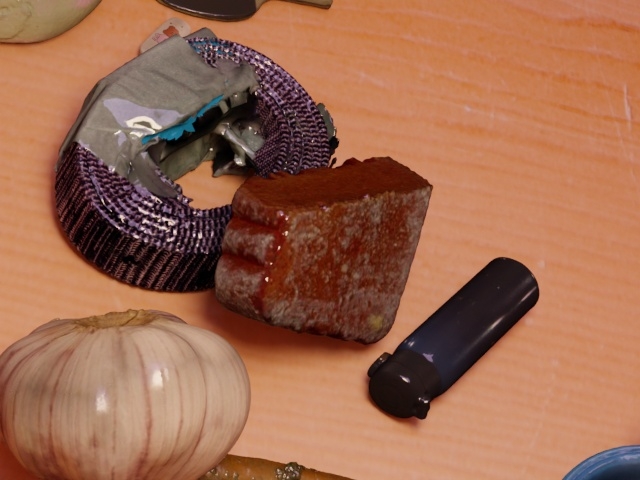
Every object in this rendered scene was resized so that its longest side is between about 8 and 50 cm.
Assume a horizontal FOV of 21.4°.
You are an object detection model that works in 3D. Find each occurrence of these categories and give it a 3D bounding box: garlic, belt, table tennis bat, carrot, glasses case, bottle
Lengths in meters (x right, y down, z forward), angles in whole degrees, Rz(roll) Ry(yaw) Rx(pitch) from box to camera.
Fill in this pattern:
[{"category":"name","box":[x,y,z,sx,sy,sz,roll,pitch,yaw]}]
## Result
[{"category":"garlic","box":[-0.186,0.191,1.562,0.245,0.245,0.253,0,90,-24]},{"category":"belt","box":[-0.138,-0.082,1.830,0.260,0.122,0.325,48,53,8]},{"category":"table tennis bat","box":[-0.104,-0.320,2.097,0.247,0.022,0.138,7,51,-17]},{"category":"carrot","box":[-0.032,0.239,1.674,0.254,0.049,0.049,10,51,-23]},{"category":"glasses case","box":[-0.182,-0.234,1.993,0.032,0.021,0.083,36,48,4]},{"category":"bottle","box":[0.143,0.103,1.835,0.082,0.072,0.244,33,47,19]}]

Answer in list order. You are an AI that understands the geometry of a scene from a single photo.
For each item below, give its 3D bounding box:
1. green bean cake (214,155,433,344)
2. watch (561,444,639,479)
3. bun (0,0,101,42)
[{"category":"green bean cake","box":[0.000,0.000,1.748,0.097,0.198,0.233,17,5,41]},{"category":"watch","box":[0.324,0.296,1.676,0.275,0.241,0.305,-10,58,-14]},{"category":"bun","box":[-0.356,-0.374,1.918,0.293,0.187,0.293,12,53,-16]}]
